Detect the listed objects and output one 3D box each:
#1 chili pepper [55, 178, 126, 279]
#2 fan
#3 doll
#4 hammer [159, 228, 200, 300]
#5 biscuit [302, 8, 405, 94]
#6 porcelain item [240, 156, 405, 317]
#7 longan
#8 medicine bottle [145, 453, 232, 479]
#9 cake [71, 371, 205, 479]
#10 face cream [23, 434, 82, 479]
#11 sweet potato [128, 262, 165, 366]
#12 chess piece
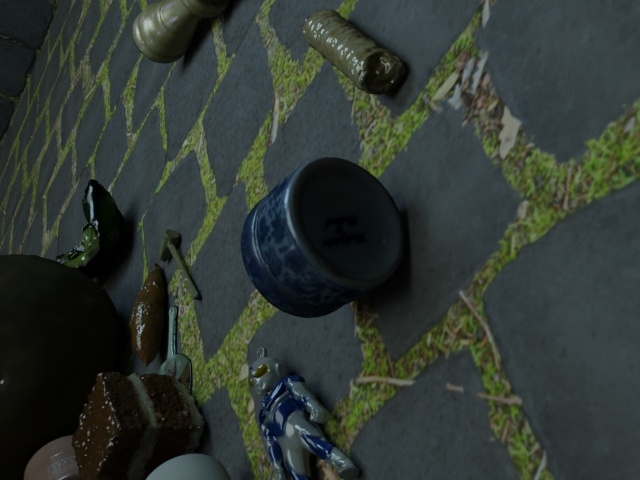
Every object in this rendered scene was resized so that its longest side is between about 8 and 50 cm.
[{"bbox_3d":[-0.474,0.006,1.610,0.264,0.116,0.148,-45,53,40],"label":"chili pepper"},{"bbox_3d":[-0.237,0.208,1.220,0.152,0.008,0.226,-35,50,46],"label":"fan"},{"bbox_3d":[-0.037,0.205,0.856,0.114,0.057,0.227,-64,34,24],"label":"doll"},{"bbox_3d":[-0.235,0.053,1.272,0.195,0.028,0.060,52,126,52],"label":"hammer"},{"bbox_3d":[0.034,-0.238,0.943,0.219,0.061,0.055,-122,10,-52],"label":"biscuit"},{"bbox_3d":[0.000,0.000,0.799,0.114,0.147,0.147,-37,47,48],"label":"porcelain item"},{"bbox_3d":[-0.587,0.235,1.395,0.436,0.404,0.404,-62,33,15],"label":"longan"},{"bbox_3d":[-0.120,0.351,0.844,0.237,0.139,0.139,43,113,55],"label":"medicine bottle"},{"bbox_3d":[-0.253,0.272,1.076,0.135,0.147,0.134,-61,38,20],"label":"cake"},{"bbox_3d":[-0.404,0.410,1.259,0.104,0.149,0.149,42,113,55],"label":"face cream"},{"bbox_3d":[-0.293,0.121,1.303,0.068,0.060,0.206,-13,50,21],"label":"sweet potato"},{"bbox_3d":[-0.209,-0.453,1.377,0.397,0.117,0.117,-23,58,51],"label":"chess piece"}]
